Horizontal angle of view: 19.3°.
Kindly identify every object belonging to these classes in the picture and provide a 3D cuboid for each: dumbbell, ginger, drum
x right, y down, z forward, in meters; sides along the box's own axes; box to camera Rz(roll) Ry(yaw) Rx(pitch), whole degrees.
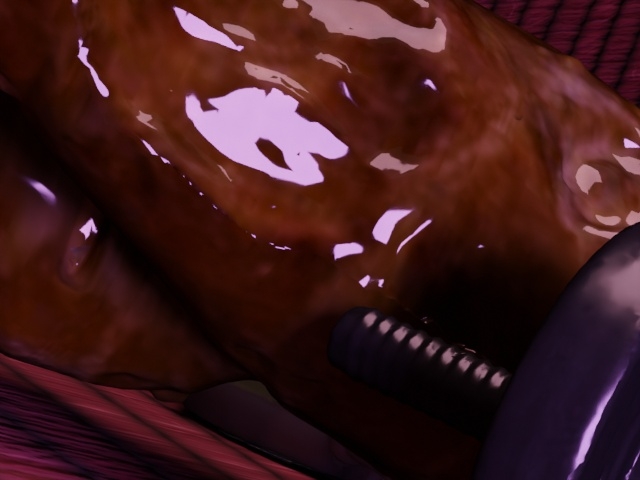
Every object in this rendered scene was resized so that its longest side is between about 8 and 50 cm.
[{"bbox_3d":[0.141,0.090,0.515,0.325,0.143,0.143,24,-1,25],"label":"dumbbell"},{"bbox_3d":[0.000,0.000,0.703,0.418,0.176,0.254,29,-30,-15],"label":"ginger"},{"bbox_3d":[0.035,0.103,0.914,0.253,0.049,0.130,21,-3,42],"label":"drum"}]
